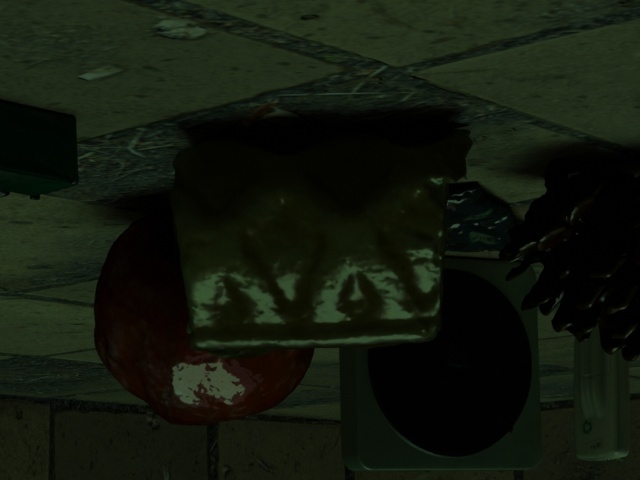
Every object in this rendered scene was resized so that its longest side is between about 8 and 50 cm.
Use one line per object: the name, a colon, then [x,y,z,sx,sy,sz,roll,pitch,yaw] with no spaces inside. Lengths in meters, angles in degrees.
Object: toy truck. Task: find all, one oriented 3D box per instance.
toy truck: [-0.275,-0.074,1.452,0.079,0.065,0.147,-14,164,41]

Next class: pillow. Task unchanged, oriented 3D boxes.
pillow: [0.110,-0.017,1.921,0.189,0.034,0.255,-7,167,18]

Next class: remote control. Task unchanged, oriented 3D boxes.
remote control: [0.392,0.194,2.548,0.049,0.230,0.090,10,164,-36]

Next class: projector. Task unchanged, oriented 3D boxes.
projector: [0.143,0.152,2.204,0.257,0.259,0.079,4,169,-25]

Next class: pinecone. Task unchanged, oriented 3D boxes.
pinecone: [0.283,0.020,1.699,0.212,0.168,0.185,30,-146,5]

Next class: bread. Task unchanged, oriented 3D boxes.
bread: [0.000,0.001,1.582,0.252,0.238,0.196,2,-150,1]

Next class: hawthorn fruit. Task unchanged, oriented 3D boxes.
hawthorn fruit: [-0.123,0.050,1.826,0.242,0.242,0.272,-2,140,4]
